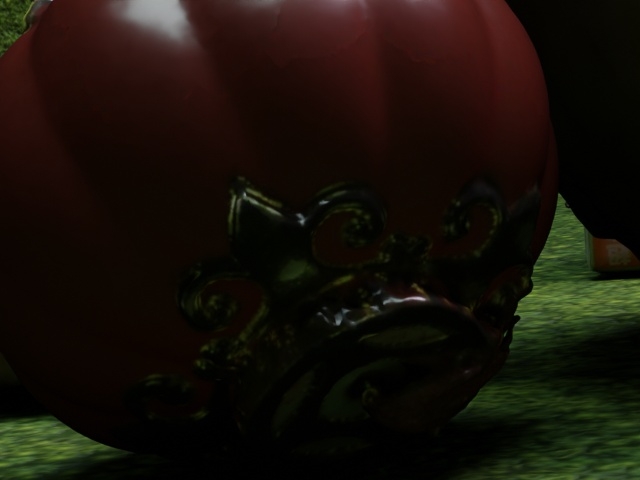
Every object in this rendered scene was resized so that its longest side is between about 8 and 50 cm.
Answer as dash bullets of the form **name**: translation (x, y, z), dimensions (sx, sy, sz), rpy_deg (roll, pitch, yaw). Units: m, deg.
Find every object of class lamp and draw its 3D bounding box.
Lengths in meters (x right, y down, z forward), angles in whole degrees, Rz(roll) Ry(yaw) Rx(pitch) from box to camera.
- **lamp**: translation (-0.019, -0.012, 0.705), dimensions (0.226, 0.227, 0.227), rpy_deg (-5, 5, 0)

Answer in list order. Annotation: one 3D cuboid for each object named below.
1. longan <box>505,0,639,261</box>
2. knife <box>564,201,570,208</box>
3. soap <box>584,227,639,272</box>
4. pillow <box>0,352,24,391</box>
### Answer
- **longan**: translation (0.229, -0.131, 0.853), dimensions (0.391, 0.391, 0.391), rpy_deg (-5, 5, 0)
- **knife**: translation (0.273, -0.034, 1.693), dimensions (0.045, 0.021, 0.222), rpy_deg (-6, 1, -13)
- **soap**: translation (0.268, -0.077, 1.240), dimensions (0.199, 0.182, 0.138), rpy_deg (-4, 7, 17)
- **pillow**: translation (-0.179, 0.035, 0.993), dimensions (0.223, 0.084, 0.236), rpy_deg (-3, 7, 6)
